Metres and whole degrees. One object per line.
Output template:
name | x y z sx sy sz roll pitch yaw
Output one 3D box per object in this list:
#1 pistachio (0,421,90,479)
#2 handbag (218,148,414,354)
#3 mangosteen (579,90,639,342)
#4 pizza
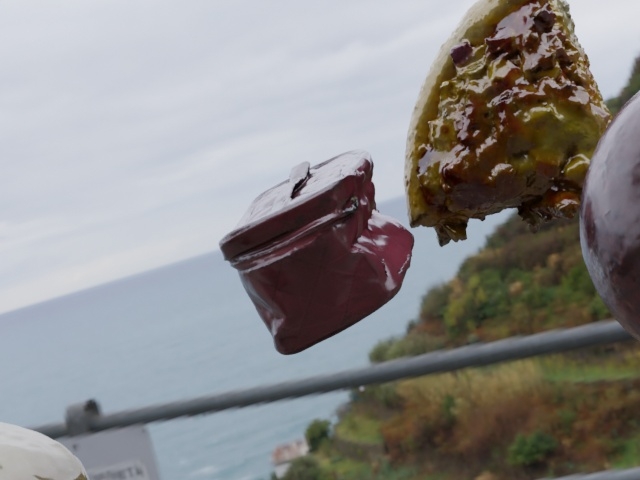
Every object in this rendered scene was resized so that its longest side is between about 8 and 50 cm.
pistachio | -0.274 0.209 0.872 0.226 0.135 0.136 6 14 34
handbag | 0.000 0.000 1.014 0.146 0.135 0.225 -27 8 16
mangosteen | 0.264 -0.028 0.669 0.215 0.215 0.257 -16 -29 10
pizza | 0.191 -0.110 1.039 0.229 0.289 0.081 31 12 22
